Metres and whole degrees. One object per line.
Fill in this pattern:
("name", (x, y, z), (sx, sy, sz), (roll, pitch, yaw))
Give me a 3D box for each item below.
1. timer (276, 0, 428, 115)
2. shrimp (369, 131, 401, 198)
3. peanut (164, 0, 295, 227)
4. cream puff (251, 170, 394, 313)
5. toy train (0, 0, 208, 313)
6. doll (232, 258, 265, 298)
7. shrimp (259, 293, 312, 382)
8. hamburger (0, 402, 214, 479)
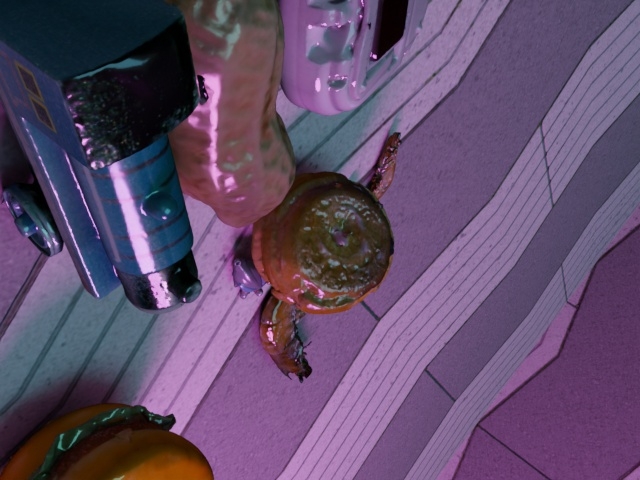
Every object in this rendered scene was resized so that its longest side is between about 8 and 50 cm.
("timer", (0.044, -0.260, 0.728), (0.237, 0.087, 0.262), (-53, 155, -43))
("shrimp", (0.078, -0.097, 1.057), (0.091, 0.025, 0.127), (-14, 134, -48))
("peanut", (-0.092, -0.128, 0.664), (0.325, 0.140, 0.153), (78, 33, -56))
("cream puff", (0.000, 0.000, 0.929), (0.189, 0.129, 0.189), (2, 86, -32))
("toy train", (-0.167, -0.064, 0.559), (0.120, 0.194, 0.298), (-40, 148, -27))
("doll", (-0.087, 0.046, 0.949), (0.057, 0.039, 0.114), (-13, 161, 11))
("shrimp", (-0.024, 0.124, 1.115), (0.150, 0.051, 0.217), (-49, 147, -25))
("hamburger", (-0.247, 0.283, 0.824), (0.246, 0.170, 0.246), (-26, 127, -40))
